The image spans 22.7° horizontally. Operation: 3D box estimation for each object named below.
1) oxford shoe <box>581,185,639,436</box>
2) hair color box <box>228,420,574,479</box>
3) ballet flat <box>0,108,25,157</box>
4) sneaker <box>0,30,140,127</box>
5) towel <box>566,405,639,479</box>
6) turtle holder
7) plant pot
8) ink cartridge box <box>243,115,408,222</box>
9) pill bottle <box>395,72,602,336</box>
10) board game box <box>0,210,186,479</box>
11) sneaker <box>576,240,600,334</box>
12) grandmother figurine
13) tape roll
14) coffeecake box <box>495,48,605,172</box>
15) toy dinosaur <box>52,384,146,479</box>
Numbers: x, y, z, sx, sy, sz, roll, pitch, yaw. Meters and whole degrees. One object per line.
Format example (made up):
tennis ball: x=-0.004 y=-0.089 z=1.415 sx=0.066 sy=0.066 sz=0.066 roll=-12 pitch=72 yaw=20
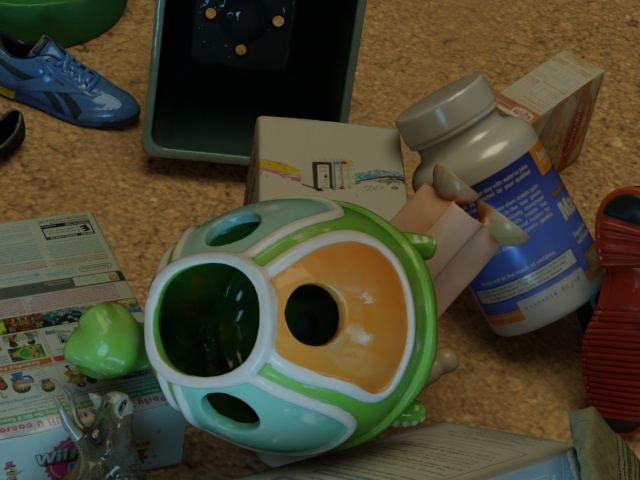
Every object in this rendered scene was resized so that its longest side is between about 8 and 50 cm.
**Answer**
oxford shoe: x=0.344 y=0.075 z=1.723 sx=0.097 sy=0.271 sz=0.098 roll=8 pitch=9 yaw=24
hair color box: x=0.049 y=0.257 z=1.399 sx=0.374 sy=0.114 sz=0.185 roll=-8 pitch=8 yaw=-41
ballet flat: x=-0.414 y=-0.104 z=1.886 sx=0.057 sy=0.049 sz=0.173 roll=24 pitch=41 yaw=17
sneaker: x=-0.325 y=-0.205 z=2.009 sx=0.209 sy=0.082 sz=0.069 roll=20 pitch=38 yaw=8
towel: x=0.302 y=0.344 z=1.375 sx=0.312 sy=0.056 sz=0.324 roll=45 pitch=31 yaw=-30
turtle holder: x=-0.063 y=0.065 z=1.446 sx=0.320 sy=0.243 sz=0.227 roll=25 pitch=10 yaw=32
plant pot: x=-0.092 y=-0.251 z=2.008 sx=0.247 sy=0.248 sz=0.252 roll=5 pitch=21 yaw=-8
ink cartridge box: x=0.000 y=0.000 z=1.768 sx=0.168 sy=0.171 sz=0.233 roll=6 pitch=39 yaw=-7
pill bottle: x=0.196 y=-0.043 z=1.778 sx=0.152 sy=0.152 sz=0.272 roll=-39 pitch=104 yaw=-44
board game box: x=-0.291 y=0.110 z=1.621 sx=0.224 sy=0.097 sz=0.303 roll=-9 pitch=43 yaw=-24
sneaker: x=0.456 y=0.133 z=1.789 sx=0.410 sy=0.158 sz=0.182 roll=42 pitch=16 yaw=35
grandmother figurine: x=0.045 y=0.084 z=1.595 sx=0.208 sy=0.342 sz=0.104 roll=38 pitch=1 yaw=-2
tape roll: x=-0.424 y=-0.379 z=2.199 sx=0.321 sy=0.077 sz=0.321 roll=7 pitch=40 yaw=-6
coffeecake box: x=0.272 y=-0.140 z=2.028 sx=0.068 sy=0.142 sz=0.185 roll=32 pitch=44 yaw=24
toy dinosaur: x=-0.194 y=0.298 z=1.420 sx=0.160 sy=0.121 sz=0.313 roll=12 pitch=61 yaw=-2
